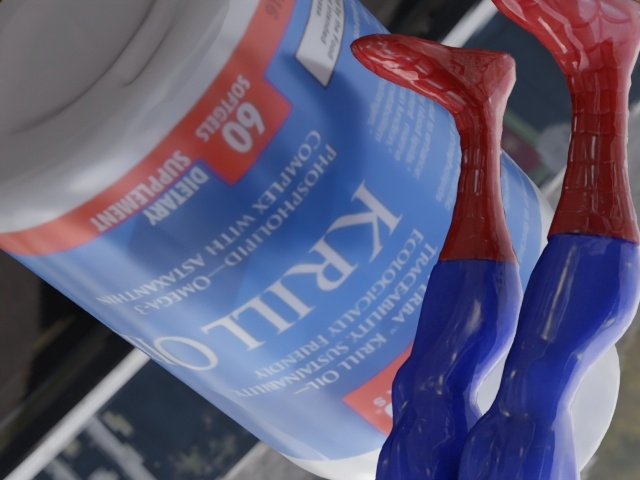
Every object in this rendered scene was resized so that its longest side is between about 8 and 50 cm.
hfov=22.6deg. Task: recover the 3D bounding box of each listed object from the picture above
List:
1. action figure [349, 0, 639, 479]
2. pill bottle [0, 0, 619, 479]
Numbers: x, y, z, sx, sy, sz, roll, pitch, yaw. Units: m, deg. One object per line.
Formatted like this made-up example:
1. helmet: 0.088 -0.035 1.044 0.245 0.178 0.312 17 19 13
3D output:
1. action figure: 0.004 0.079 0.356 0.139 0.280 0.091 6 168 -29
2. pill bottle: 0.000 0.000 0.503 0.124 0.124 0.221 -48 124 2
